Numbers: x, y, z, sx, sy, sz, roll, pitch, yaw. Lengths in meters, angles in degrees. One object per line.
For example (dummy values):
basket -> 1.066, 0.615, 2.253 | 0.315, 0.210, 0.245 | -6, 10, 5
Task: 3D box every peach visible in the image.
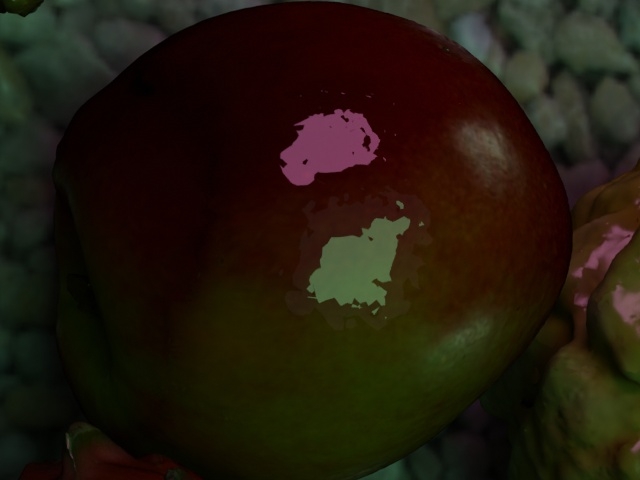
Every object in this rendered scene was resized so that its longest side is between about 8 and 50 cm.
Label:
peach -> 0.000, 0.000, 0.580 | 0.197, 0.197, 0.197 | -2, 93, -26

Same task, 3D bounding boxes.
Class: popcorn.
popcorn -> 0.199, 0.066, 0.662 | 0.249, 0.225, 0.249 | 3, 85, -34

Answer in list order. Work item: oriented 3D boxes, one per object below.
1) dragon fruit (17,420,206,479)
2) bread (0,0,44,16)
dragon fruit -> -0.100, 0.141, 0.521 | 0.137, 0.235, 0.135 | 39, 47, -50
bread -> -0.122, -0.167, 0.483 | 0.110, 0.234, 0.184 | 29, 81, -28
